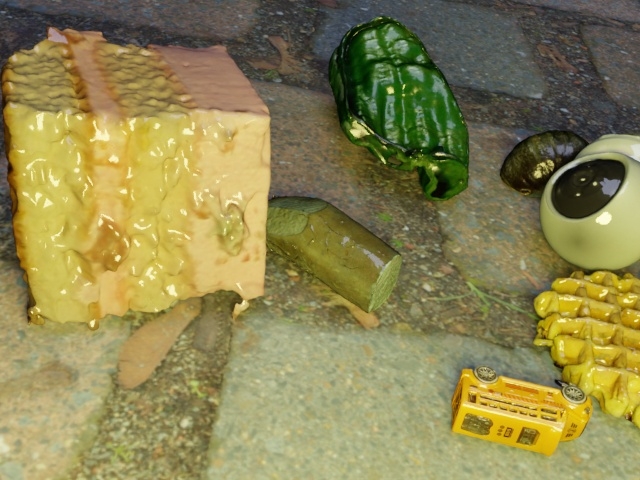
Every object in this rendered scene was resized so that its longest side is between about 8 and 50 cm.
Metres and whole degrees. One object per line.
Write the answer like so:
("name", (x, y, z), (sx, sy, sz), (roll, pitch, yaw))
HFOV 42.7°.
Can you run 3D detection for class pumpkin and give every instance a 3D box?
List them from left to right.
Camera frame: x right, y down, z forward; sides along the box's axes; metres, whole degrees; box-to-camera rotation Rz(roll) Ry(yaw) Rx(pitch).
("pumpkin", (0.425, -0.142, 1.473), (0.184, 0.107, 0.119), (3, 43, -8))

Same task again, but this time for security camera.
("security camera", (0.453, -0.049, 1.293), (0.195, 0.194, 0.236), (30, 46, 24))

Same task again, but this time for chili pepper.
("chili pepper", (0.131, -0.225, 1.463), (0.213, 0.167, 0.384), (-14, 54, -8))

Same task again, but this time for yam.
("yam", (0.000, 0.000, 1.178), (0.259, 0.106, 0.106), (34, 42, 26))

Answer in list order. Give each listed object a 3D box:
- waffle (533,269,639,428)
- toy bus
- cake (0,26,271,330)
("waffle", (0.441, 0.141, 1.137), (0.329, 0.062, 0.329), (7, 38, -6))
("toy bus", (0.243, 0.210, 0.987), (0.162, 0.069, 0.074), (13, 37, 4))
("cake", (-0.241, -0.093, 1.067), (0.307, 0.314, 0.293), (-5, 38, -18))
